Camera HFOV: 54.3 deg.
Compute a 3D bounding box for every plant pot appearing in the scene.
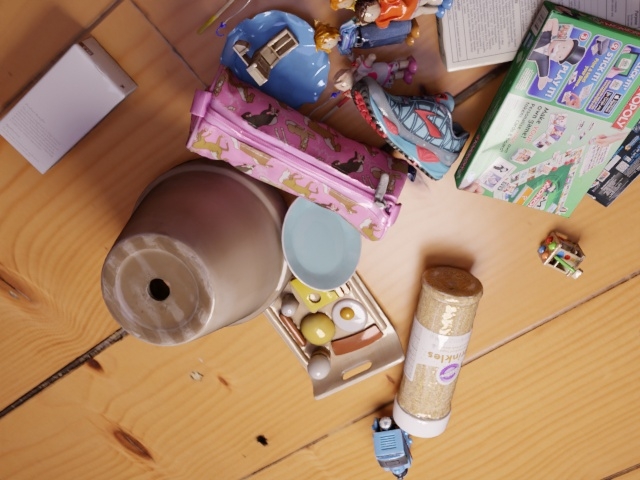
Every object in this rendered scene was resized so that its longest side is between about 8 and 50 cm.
[{"bbox_3d":[-0.224,0.036,1.081,0.323,0.280,0.323,3,106,10],"label":"plant pot"}]

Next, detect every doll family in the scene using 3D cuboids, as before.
[{"bbox_3d":[0.076,-0.331,0.955,0.163,0.118,0.263,-10,160,-14],"label":"doll family"}]

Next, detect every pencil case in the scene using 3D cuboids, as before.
[{"bbox_3d":[-0.036,-0.143,1.050,0.386,0.160,0.167,26,149,-12],"label":"pencil case"}]

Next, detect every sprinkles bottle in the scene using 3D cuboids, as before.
[{"bbox_3d":[0.232,0.230,1.266,0.121,0.121,0.355,7,118,1],"label":"sprinkles bottle"}]

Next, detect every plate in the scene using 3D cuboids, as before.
[{"bbox_3d":[0.000,0.000,1.153,0.024,0.188,0.188,-9,123,51],"label":"plate"}]

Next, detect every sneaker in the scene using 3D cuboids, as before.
[{"bbox_3d":[0.155,-0.210,1.034,0.125,0.104,0.262,-47,136,13],"label":"sneaker"}]

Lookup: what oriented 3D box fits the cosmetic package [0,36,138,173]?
[{"bbox_3d":[-0.447,-0.236,1.101,0.231,0.085,0.117,-35,110,18],"label":"cosmetic package"}]

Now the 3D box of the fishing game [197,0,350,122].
[{"bbox_3d":[-0.075,-0.298,1.063,0.264,0.041,0.189,39,122,-21],"label":"fishing game"}]

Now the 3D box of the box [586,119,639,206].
[{"bbox_3d":[0.494,-0.189,1.063,0.175,0.051,0.220,30,116,-11],"label":"box"}]

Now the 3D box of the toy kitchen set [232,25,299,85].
[{"bbox_3d":[-0.086,-0.304,0.983,0.075,0.083,0.068,-31,118,23],"label":"toy kitchen set"}]

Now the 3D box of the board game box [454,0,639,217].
[{"bbox_3d":[0.374,-0.188,0.982,0.213,0.046,0.317,13,130,-10],"label":"board game box"}]

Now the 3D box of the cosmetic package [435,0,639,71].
[{"bbox_3d":[0.332,-0.371,0.948,0.309,0.113,0.160,-8,117,8],"label":"cosmetic package"}]

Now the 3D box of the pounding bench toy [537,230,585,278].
[{"bbox_3d":[0.449,0.031,1.164,0.065,0.083,0.052,25,117,-9],"label":"pounding bench toy"}]

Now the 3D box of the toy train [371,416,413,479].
[{"bbox_3d":[0.161,0.459,1.382,0.080,0.105,0.184,-10,139,10],"label":"toy train"}]

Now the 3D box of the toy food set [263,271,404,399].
[{"bbox_3d":[-0.002,0.164,1.259,0.220,0.092,0.306,-29,108,18],"label":"toy food set"}]
